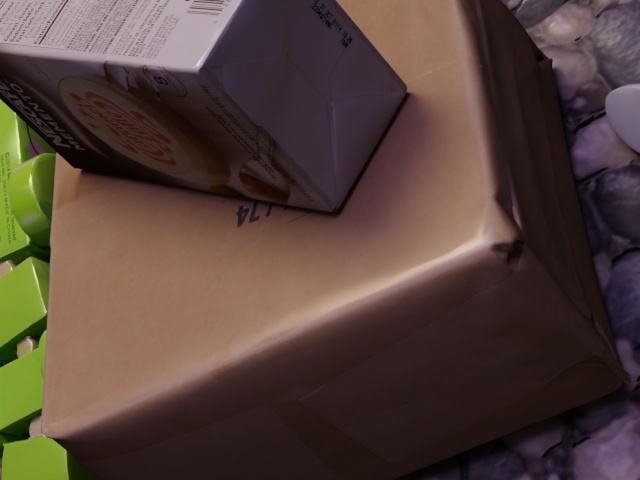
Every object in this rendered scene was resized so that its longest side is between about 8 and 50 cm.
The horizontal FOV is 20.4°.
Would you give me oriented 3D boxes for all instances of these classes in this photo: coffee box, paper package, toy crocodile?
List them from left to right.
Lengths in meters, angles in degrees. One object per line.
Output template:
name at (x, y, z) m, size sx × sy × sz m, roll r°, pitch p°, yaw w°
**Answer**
toy crocodile at (-0.198, 0.045, 1.243) m, size 0.115 × 0.105 × 0.341 m, roll -28°, pitch 62°, yaw 24°
coffee box at (-0.092, -0.106, 1.074) m, size 0.246 × 0.141 × 0.098 m, roll 11°, pitch 63°, yaw 45°
paper package at (0.000, 0.000, 1.144) m, size 0.324 × 0.168 × 0.309 m, roll -25°, pitch 43°, yaw 21°

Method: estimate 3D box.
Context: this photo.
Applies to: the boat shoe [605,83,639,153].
boat shoe at (0.242, -0.073, 1.110) m, size 0.040 × 0.049 × 0.142 m, roll -26°, pitch 29°, yaw -33°
